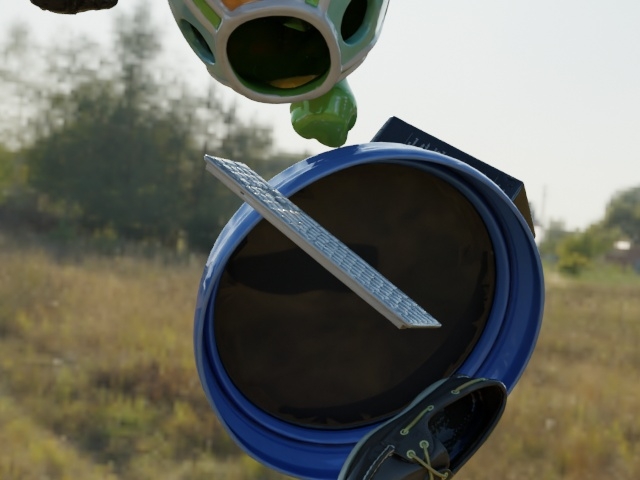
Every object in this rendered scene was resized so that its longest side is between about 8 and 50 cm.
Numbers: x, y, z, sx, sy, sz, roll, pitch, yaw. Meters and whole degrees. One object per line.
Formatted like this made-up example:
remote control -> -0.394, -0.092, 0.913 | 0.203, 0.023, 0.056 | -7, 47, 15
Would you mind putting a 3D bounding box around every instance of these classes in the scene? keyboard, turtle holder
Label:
keyboard -> 0.000, 0.000, 1.269 | 0.256, 0.014, 0.072 | 40, 20, 23
turtle holder -> -0.049, -0.242, 1.425 | 0.243, 0.227, 0.320 | 6, -37, -13

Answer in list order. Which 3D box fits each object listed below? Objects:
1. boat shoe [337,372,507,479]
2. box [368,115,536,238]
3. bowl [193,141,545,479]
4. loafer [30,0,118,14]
boat shoe -> 0.099, 0.202, 1.371 | 0.068, 0.081, 0.228 | -17, 18, 48
box -> 0.156, -0.043, 1.807 | 0.207, 0.108, 0.153 | 29, -16, 27
bowl -> 0.049, 0.078, 1.529 | 0.391, 0.391, 0.077 | 4, 22, -20
loafer -> -0.196, -0.264, 1.205 | 0.078, 0.076, 0.223 | 10, 42, -11
